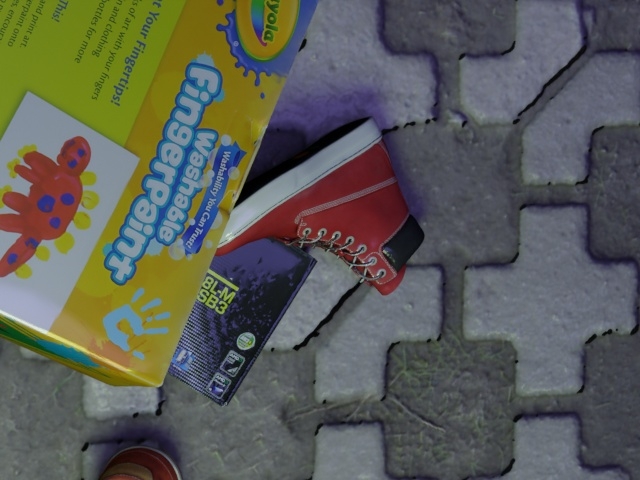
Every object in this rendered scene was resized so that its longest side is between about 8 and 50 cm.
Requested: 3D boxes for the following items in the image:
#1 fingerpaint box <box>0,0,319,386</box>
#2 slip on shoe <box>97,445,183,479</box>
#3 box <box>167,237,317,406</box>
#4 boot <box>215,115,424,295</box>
[{"bbox_3d":[-0.247,-0.134,1.665,0.371,0.163,0.445,26,76,-20],"label":"fingerpaint box"},{"bbox_3d":[-0.196,0.376,1.797,0.123,0.101,0.331,4,93,13],"label":"slip on shoe"},{"bbox_3d":[-0.129,0.046,1.828,0.190,0.045,0.184,35,87,-18],"label":"box"},{"bbox_3d":[0.000,0.000,1.809,0.244,0.088,0.176,-31,103,-33],"label":"boot"}]
